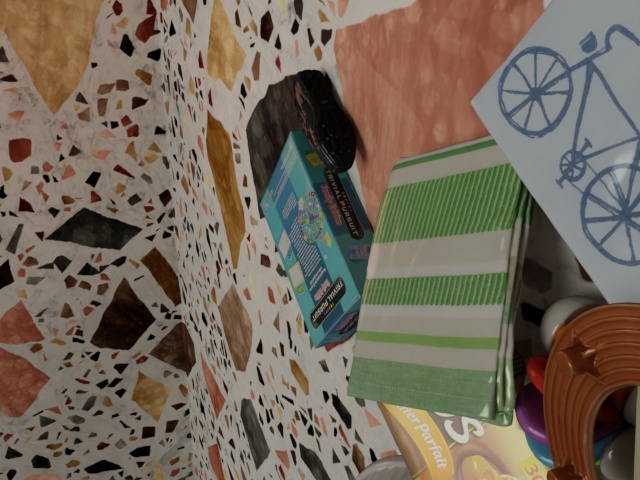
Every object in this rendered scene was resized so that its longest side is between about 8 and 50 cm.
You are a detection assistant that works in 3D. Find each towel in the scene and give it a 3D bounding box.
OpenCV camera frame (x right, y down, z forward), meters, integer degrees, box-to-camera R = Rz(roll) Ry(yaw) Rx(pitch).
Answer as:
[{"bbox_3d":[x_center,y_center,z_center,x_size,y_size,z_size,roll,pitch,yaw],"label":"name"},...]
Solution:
[{"bbox_3d":[0.142,0.038,0.740,0.248,0.038,0.325,-7,69,53],"label":"towel"}]

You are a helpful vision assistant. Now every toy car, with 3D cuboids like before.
[{"bbox_3d":[0.261,0.157,0.621,0.159,0.136,0.182,45,140,49],"label":"toy car"}]

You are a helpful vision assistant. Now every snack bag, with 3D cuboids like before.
[{"bbox_3d":[0.297,-0.128,0.510,0.342,0.037,0.323,-57,49,45],"label":"snack bag"}]

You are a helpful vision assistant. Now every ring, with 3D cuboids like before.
[{"bbox_3d":[0.245,0.207,0.415,0.336,0.032,0.336,166,90,-79],"label":"ring"}]

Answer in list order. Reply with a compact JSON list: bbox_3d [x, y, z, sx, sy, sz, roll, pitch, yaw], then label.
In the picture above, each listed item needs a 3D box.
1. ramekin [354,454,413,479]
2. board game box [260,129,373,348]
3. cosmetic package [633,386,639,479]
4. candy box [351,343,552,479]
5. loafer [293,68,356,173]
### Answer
[{"bbox_3d":[0.135,0.461,0.892,0.273,0.127,0.273,9,108,28],"label":"ramekin"},{"bbox_3d":[0.000,0.000,1.172,0.336,0.079,0.254,67,153,21],"label":"board game box"},{"bbox_3d":[0.323,0.210,0.452,0.160,0.113,0.309,-111,11,-68],"label":"cosmetic package"},{"bbox_3d":[0.186,0.229,0.771,0.183,0.087,0.316,-40,64,33],"label":"candy box"},{"bbox_3d":[0.005,-0.202,1.085,0.078,0.076,0.223,108,147,-55],"label":"loafer"}]
